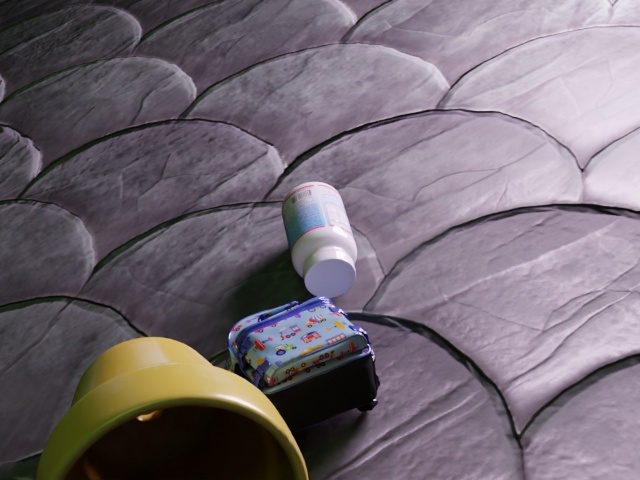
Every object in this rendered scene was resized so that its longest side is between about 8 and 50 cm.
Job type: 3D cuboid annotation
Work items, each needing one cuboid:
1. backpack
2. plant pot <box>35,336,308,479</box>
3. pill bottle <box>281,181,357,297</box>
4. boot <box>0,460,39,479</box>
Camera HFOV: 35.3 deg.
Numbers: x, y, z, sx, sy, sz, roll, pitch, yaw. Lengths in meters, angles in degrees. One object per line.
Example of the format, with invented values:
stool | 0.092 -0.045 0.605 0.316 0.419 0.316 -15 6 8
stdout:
backpack | -0.034 0.131 1.154 0.158 0.116 0.173 -18 31 -18
plant pot | -0.163 0.218 1.022 0.254 0.254 0.239 -24 25 -8
pill bottle | 0.000 0.000 1.325 0.087 0.087 0.160 -16 39 2
boot | -0.466 0.423 0.974 0.367 0.146 0.445 -4 45 19
